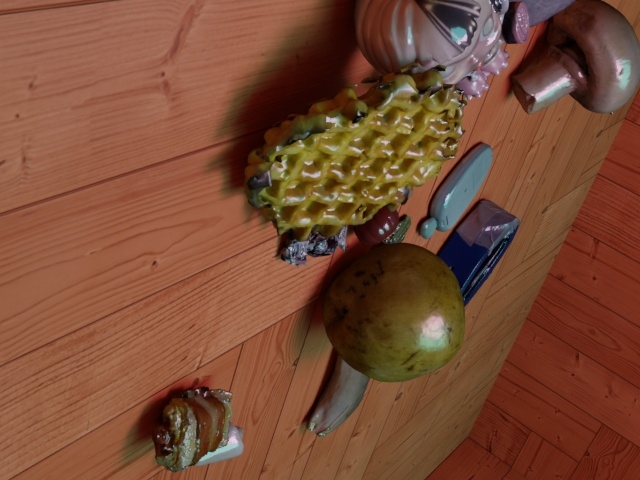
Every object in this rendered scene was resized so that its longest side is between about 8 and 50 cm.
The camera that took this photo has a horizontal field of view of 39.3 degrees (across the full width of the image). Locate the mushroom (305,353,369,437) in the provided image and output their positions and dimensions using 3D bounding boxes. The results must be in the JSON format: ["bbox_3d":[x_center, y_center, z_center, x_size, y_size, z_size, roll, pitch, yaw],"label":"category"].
[{"bbox_3d":[0.061,0.343,2.235,0.122,0.095,0.351,0,122,-39],"label":"mushroom"}]

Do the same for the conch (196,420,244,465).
[{"bbox_3d":[-0.222,0.408,1.761,0.176,0.104,0.094,-35,127,-36],"label":"conch"}]

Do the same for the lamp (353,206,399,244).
[{"bbox_3d":[0.116,-0.035,1.857,0.101,0.090,0.101,-39,-168,10],"label":"lamp"}]

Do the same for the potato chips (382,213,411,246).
[{"bbox_3d":[0.149,0.021,2.071,0.207,0.028,0.092,-51,155,-17],"label":"potato chips"}]

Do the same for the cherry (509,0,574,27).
[{"bbox_3d":[0.409,-0.512,1.704,0.213,0.184,0.266,1,134,-47],"label":"cherry"}]

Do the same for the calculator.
[{"bbox_3d":[0.344,-0.118,2.247,0.295,0.042,0.184,-52,156,-14],"label":"calculator"}]

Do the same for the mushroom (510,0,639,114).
[{"bbox_3d":[0.603,-0.426,2.153,0.290,0.293,0.292,-23,151,-3],"label":"mushroom"}]

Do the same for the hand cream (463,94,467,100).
[{"bbox_3d":[0.324,-0.341,1.962,0.035,0.022,0.102,-51,161,-15],"label":"hand cream"}]

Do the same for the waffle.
[{"bbox_3d":[0.060,-0.136,1.447,0.379,0.095,0.382,-23,158,-1],"label":"waffle"}]

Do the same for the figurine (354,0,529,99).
[{"bbox_3d":[0.183,-0.339,1.455,0.253,0.211,0.361,-62,158,6],"label":"figurine"}]

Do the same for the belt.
[{"bbox_3d":[0.414,0.052,2.510,0.347,0.117,0.212,-53,157,-6],"label":"belt"}]

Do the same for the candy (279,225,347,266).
[{"bbox_3d":[-0.001,0.000,1.726,0.226,0.051,0.094,-8,124,-60],"label":"candy"}]

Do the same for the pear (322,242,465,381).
[{"bbox_3d":[0.153,0.159,1.938,0.304,0.304,0.304,-43,153,-29],"label":"pear"}]

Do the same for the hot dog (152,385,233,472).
[{"bbox_3d":[-0.237,0.337,1.643,0.213,0.103,0.146,1,99,-69],"label":"hot dog"}]
